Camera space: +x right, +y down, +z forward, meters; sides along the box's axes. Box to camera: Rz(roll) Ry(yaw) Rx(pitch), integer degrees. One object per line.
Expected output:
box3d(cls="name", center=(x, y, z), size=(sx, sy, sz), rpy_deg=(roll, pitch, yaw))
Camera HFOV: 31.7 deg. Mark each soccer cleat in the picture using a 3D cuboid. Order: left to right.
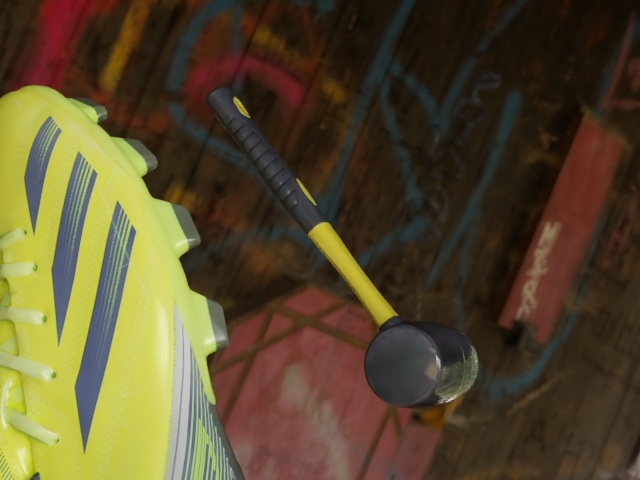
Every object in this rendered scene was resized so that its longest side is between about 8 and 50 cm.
box3d(cls="soccer cleat", center=(-0.094, 0.063, 0.427), size=(0.121, 0.289, 0.093), rpy_deg=(-16, -22, -22))

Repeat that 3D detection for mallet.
box3d(cls="mallet", center=(0.000, 0.000, 0.520), size=(0.190, 0.039, 0.062), rpy_deg=(51, 15, 11))
